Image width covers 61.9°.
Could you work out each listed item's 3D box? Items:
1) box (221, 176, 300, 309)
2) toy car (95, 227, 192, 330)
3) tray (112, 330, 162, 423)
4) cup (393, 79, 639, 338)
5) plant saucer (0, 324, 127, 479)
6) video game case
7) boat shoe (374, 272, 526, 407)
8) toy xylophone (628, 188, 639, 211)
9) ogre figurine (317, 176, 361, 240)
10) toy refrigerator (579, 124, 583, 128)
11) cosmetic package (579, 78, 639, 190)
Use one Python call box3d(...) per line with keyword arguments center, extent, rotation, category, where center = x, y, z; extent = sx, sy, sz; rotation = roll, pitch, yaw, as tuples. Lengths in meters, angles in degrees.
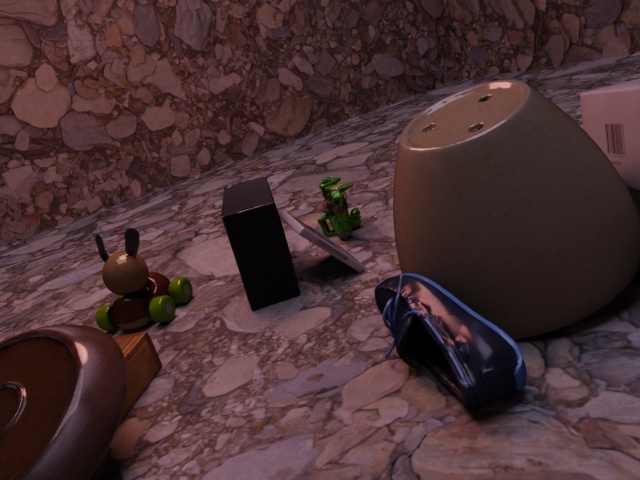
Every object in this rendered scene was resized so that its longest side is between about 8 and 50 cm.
box3d(center=(-0.121, -0.007, 1.052), extent=(0.103, 0.185, 0.261), rotation=(-19, 19, -3), category="box")
box3d(center=(-0.370, 0.066, 1.051), extent=(0.154, 0.189, 0.149), rotation=(-11, 20, 18), category="toy car")
box3d(center=(-0.472, 0.248, 0.804), extent=(0.410, 0.076, 0.203), rotation=(-11, 19, 14), category="tray")
box3d(center=(0.229, -0.069, 0.720), extent=(0.330, 0.237, 0.331), rotation=(-24, 27, 13), category="cup")
box3d(center=(-0.386, 0.222, 0.650), extent=(0.310, 0.050, 0.311), rotation=(-13, 43, 12), category="plant saucer")
box3d(center=(0.000, 0.000, 1.025), extent=(0.019, 0.143, 0.157), rotation=(-57, 21, 3), category="video game case")
box3d(center=(0.124, 0.106, 0.640), extent=(0.088, 0.109, 0.258), rotation=(-26, 18, -16), category="boat shoe")
box3d(center=(0.513, -0.085, 0.881), extent=(0.236, 0.081, 0.322), rotation=(-6, 21, 30), category="toy xylophone")
box3d(center=(0.036, -0.074, 1.211), extent=(0.096, 0.118, 0.197), rotation=(-20, 20, -21), category="ogre figurine")
box3d(center=(0.630, -0.193, 1.078), extent=(0.269, 0.094, 0.102), rotation=(4, 21, 45), category="toy refrigerator")
box3d(center=(0.507, -0.161, 0.712), extent=(0.224, 0.138, 0.224), rotation=(-10, 12, 7), category="cosmetic package")
